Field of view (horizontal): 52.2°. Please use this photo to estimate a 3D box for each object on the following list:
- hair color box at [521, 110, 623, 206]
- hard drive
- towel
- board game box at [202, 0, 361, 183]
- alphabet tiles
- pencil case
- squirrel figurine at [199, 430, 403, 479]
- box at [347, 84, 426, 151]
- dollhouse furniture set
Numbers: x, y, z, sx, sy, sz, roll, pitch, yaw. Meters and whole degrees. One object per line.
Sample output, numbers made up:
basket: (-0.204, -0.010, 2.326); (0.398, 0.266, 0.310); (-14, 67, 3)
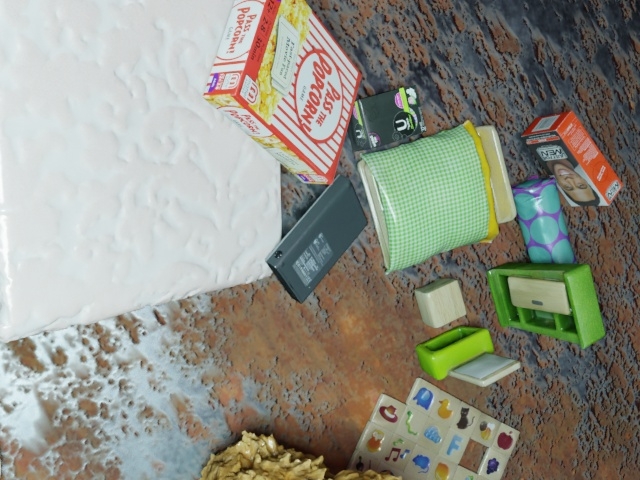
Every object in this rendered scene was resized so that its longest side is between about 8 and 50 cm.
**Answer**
hair color box: (0.355, -0.112, 0.923); (0.141, 0.072, 0.043); (47, 74, -18)
hard drive: (0.000, 0.000, 0.769); (0.135, 0.022, 0.094); (-50, 146, -15)
towel: (-0.160, -0.093, 0.616); (0.331, 0.053, 0.317); (-12, 104, -51)
board game box: (-0.031, -0.167, 0.697); (0.193, 0.045, 0.147); (36, 64, -54)
alphabet tiles: (0.148, 0.306, 0.880); (0.237, 0.009, 0.198); (31, 80, -21)
pencil case: (0.315, -0.012, 0.912); (0.070, 0.064, 0.152); (-34, 108, -59)
squirrel figurine: (-0.047, 0.387, 0.598); (0.281, 0.370, 0.397); (30, 80, -22)
box: (0.078, -0.151, 0.809); (0.083, 0.052, 0.062); (-19, 100, -22)
dollhouse furniture set: (0.196, 0.007, 0.812); (0.197, 0.151, 0.302); (-21, 100, -22)
